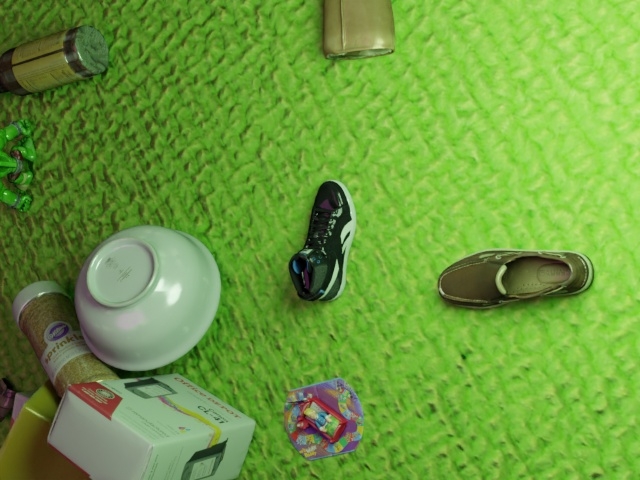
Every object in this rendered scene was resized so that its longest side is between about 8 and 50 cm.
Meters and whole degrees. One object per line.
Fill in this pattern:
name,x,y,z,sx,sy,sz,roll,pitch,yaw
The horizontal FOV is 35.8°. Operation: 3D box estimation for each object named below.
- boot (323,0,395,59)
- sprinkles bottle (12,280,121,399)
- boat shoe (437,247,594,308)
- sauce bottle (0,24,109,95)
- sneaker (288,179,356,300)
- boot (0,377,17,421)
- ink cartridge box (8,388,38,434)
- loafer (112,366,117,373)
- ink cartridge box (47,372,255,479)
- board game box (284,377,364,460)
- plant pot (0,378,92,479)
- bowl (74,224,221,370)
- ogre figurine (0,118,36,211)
boot,0.014,-0.453,1.744,0.236,0.089,0.270,-2,90,32
sprinkles bottle,-0.504,0.221,1.979,0.355,0.121,0.121,44,112,43
boat shoe,0.294,0.054,1.567,0.257,0.095,0.095,-12,84,31
sauce bottle,-0.606,-0.371,2.106,0.344,0.111,0.111,-7,86,31
sneaker,0.000,0.000,1.730,0.079,0.121,0.217,2,91,30
boot,-0.726,0.347,2.222,0.118,0.042,0.087,30,99,27
ink cartridge box,-0.565,0.402,2.103,0.198,0.067,0.115,16,98,30
loafer,-0.464,0.266,2.062,0.125,0.045,0.039,40,127,32
ink cartridge box,-0.301,0.352,1.804,0.226,0.306,0.131,26,102,29
board game box,-0.003,0.325,1.783,0.168,0.033,0.133,-19,80,30
plant pot,-0.510,0.418,1.935,0.187,0.212,0.212,28,98,-3
bowl,-0.346,0.084,1.861,0.297,0.134,0.298,-6,62,12
ogre figurine,-0.677,-0.166,2.144,0.096,0.118,0.197,25,102,29
